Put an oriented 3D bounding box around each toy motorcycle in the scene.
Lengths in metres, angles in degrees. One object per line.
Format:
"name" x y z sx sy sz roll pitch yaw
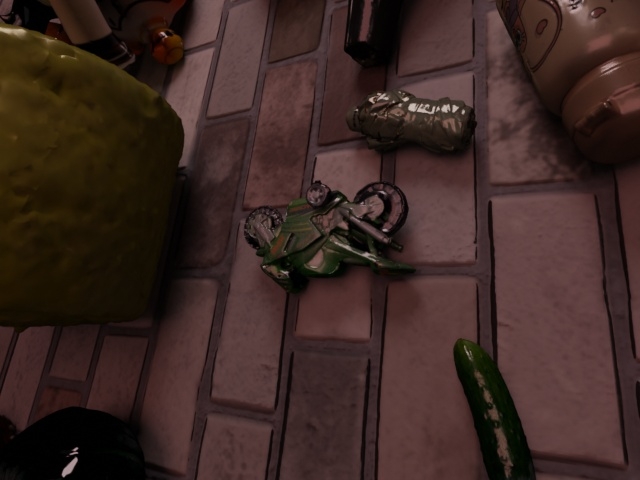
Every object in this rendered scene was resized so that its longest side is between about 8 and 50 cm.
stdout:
"toy motorcycle" 0.000 0.000 0.431 0.190 0.074 0.106 -9 77 23

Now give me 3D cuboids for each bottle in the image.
"bottle" 0.240 -0.166 0.361 0.110 0.097 0.209 -1 65 -20

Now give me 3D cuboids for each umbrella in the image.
"umbrella" 0.092 -0.127 0.441 0.144 0.062 0.067 13 108 29

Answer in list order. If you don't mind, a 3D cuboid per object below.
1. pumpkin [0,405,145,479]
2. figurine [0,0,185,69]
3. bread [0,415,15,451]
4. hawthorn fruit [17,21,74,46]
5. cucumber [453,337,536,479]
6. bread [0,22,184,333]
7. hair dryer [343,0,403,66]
"pumpkin" -0.272 0.280 0.422 0.202 0.140 0.201 -20 49 24
"figurine" -0.341 -0.427 0.651 0.196 0.320 0.323 -39 21 46
"bread" -0.493 0.322 0.554 0.161 0.073 0.160 -9 68 23
"hawthorn fruit" -0.469 -0.297 0.707 0.157 0.194 0.156 -19 67 56
"cucumber" 0.141 0.151 0.322 0.037 0.037 0.154 -20 64 19
"bread" -0.353 -0.051 0.474 0.349 0.348 0.307 -3 75 26
"hair dryer" 0.193 -0.351 0.450 0.360 0.120 0.303 8 93 15
